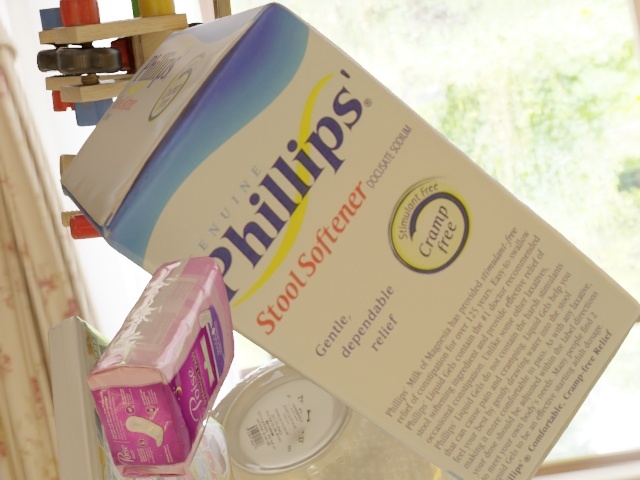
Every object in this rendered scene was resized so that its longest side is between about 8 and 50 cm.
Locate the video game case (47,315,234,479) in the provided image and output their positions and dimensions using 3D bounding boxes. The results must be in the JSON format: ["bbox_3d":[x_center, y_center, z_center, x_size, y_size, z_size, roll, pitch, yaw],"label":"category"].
[{"bbox_3d":[-0.094,0.185,0.591,0.026,0.227,0.206,-24,144,9],"label":"video game case"}]

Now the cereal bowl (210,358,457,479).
[{"bbox_3d":[-0.010,0.238,1.054,0.339,0.141,0.339,-16,-143,12],"label":"cereal bowl"}]

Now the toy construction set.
[{"bbox_3d":[-0.153,-0.156,0.958,0.237,0.309,0.257,-6,167,-20],"label":"toy construction set"}]

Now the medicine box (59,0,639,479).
[{"bbox_3d":[0.000,0.000,0.612,0.289,0.149,0.263,36,175,-21],"label":"medicine box"}]

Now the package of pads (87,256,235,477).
[{"bbox_3d":[-0.058,0.046,0.367,0.032,0.050,0.083,-4,-154,13],"label":"package of pads"}]
